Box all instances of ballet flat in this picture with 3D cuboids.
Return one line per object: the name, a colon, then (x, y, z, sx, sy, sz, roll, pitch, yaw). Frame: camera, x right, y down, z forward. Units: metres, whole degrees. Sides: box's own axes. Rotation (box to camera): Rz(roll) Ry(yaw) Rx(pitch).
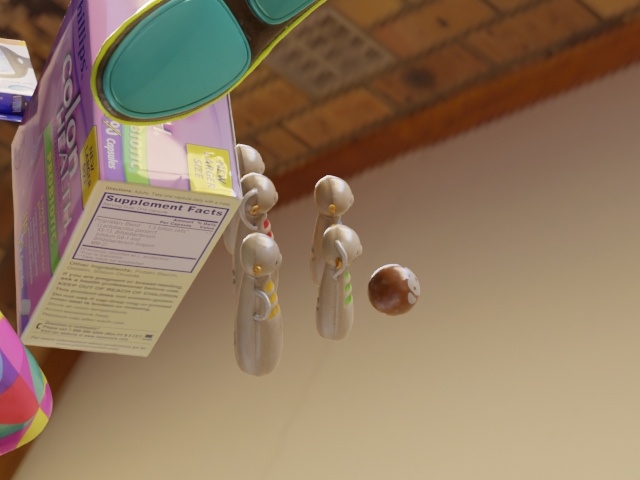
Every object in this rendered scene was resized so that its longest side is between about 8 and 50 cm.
ballet flat: (-0.063, -0.146, 1.248, 0.231, 0.077, 0.077, -39, -157, -22)

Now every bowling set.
bowling set: (0.000, 0.000, 1.939, 0.287, 0.200, 0.154, -106, -165, -56)

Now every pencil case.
pencil case: (-0.267, 0.058, 1.323, 0.104, 0.236, 0.104, -9, -130, 10)

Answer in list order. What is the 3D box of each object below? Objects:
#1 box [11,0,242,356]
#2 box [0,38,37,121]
box: (-0.168, -0.058, 1.591, 0.243, 0.117, 0.213, 125, -35, -48)
box: (-0.319, -0.158, 1.874, 0.136, 0.081, 0.028, -118, -140, -55)
